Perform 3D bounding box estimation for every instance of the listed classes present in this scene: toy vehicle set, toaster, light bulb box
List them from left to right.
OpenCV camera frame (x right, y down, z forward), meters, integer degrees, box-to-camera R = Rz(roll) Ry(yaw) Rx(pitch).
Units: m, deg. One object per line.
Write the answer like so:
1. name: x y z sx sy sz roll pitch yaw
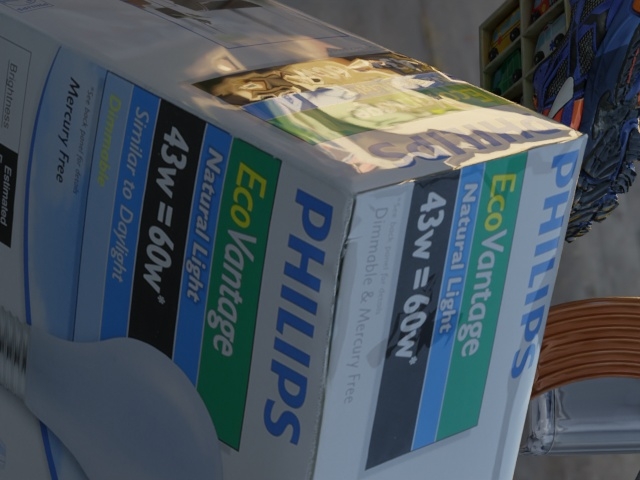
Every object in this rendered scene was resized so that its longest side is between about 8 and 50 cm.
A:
1. light bulb box: -0.057 0.042 1.149 0.225 0.361 0.358 -16 124 -44
2. toy vehicle set: 0.227 -0.183 1.616 0.267 0.035 0.166 139 -45 -60
3. toaster: 0.226 0.139 1.596 0.227 0.146 0.129 -178 -94 -68

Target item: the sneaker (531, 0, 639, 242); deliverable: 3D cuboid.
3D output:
1. sneaker: 0.194 -0.092 1.270 0.083 0.087 0.221 2 117 -46

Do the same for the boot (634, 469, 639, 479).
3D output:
1. boot: 0.171 0.145 0.824 0.123 0.095 0.258 -53 178 -4

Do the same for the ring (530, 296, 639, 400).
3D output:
1. ring: 0.212 0.202 1.241 0.032 0.336 0.336 -84 160 -70
